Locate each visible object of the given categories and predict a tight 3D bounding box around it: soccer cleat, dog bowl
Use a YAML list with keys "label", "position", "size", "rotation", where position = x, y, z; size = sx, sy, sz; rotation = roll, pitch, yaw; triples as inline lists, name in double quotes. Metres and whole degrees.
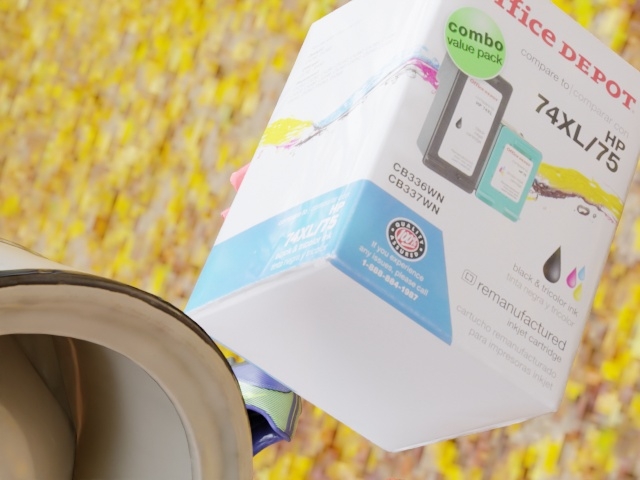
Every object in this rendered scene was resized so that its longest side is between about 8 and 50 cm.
- label: "soccer cleat"
  position: [-0.151, 0.214, 1.929]
  size: [0.289, 0.093, 0.121]
  rotation: [-23, 47, 22]
- label: "dog bowl"
  position: [-0.240, 0.169, 0.980]
  size: [0.150, 0.408, 0.408]
  rotation: [34, 107, 39]

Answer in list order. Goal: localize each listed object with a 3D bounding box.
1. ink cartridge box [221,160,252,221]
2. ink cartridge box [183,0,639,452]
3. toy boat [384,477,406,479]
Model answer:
- label: "ink cartridge box"
  position: [0.000, 0.000, 1.704]
  size: [0.134, 0.078, 0.231]
  rotation: [-33, 76, 17]
- label: "ink cartridge box"
  position: [0.073, -0.027, 1.243]
  size: [0.197, 0.198, 0.270]
  rotation: [-23, 38, 54]
- label: "toy boat"
  position: [-0.010, 0.379, 2.058]
  size: [0.318, 0.267, 0.148]
  rotation: [-34, -17, -1]
